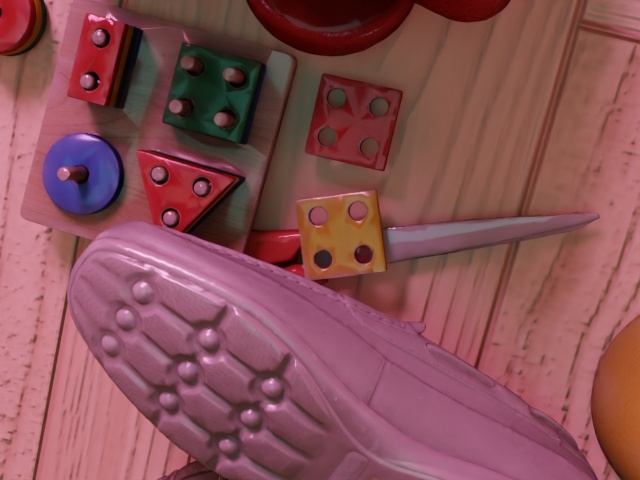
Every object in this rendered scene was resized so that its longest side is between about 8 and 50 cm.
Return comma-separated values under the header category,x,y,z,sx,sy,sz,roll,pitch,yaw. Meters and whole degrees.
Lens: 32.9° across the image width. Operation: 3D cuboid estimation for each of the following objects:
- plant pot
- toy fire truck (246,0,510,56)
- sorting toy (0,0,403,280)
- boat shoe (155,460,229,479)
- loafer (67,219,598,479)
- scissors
category,x,y,z,sx,sy,sz,roll,pitch,yaw
plant pot,0.214,0.102,0.568,0.134,0.095,0.134,2,101,9
toy fire truck,-0.014,-0.246,0.512,0.302,0.169,0.254,24,86,3
sorting toy,-0.087,-0.054,0.599,0.275,0.046,0.132,17,96,7
boat shoe,-0.017,0.269,0.638,0.091,0.109,0.305,-17,92,13
loafer,0.015,0.086,0.585,0.319,0.111,0.112,34,121,-6
scissors,0.000,0.000,0.620,0.297,0.021,0.109,-22,95,15
